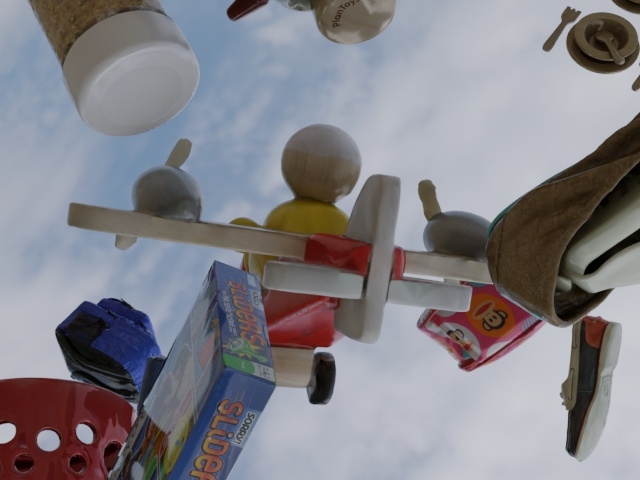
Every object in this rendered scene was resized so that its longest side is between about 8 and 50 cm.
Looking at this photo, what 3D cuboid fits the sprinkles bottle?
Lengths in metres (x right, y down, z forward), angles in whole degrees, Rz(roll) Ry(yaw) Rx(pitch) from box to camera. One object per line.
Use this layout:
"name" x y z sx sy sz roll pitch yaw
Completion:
"sprinkles bottle" -0.240 -0.266 1.149 0.121 0.121 0.355 -42 -121 19

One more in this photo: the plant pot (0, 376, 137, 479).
"plant pot" -0.252 0.234 1.023 0.191 0.191 0.174 -31 -127 32

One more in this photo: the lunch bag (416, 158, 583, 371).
"lunch bag" 0.273 0.020 1.515 0.293 0.120 0.258 -45 -178 43

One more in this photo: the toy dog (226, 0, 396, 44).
"toy dog" -0.058 -0.311 1.084 0.161 0.334 0.220 -26 -143 7

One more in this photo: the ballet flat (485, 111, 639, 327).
"ballet flat" 0.266 -0.057 0.819 0.342 0.116 0.124 -40 -142 13

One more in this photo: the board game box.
"board game box" -0.090 0.130 0.737 0.201 0.035 0.136 -62 -162 21

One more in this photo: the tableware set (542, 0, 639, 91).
"tableware set" 0.364 -0.279 1.398 0.128 0.039 0.194 28 -117 17

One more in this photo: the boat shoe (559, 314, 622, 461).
"boat shoe" 0.247 0.137 1.089 0.043 0.049 0.137 13 -85 34

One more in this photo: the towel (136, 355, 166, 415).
"towel" -0.175 0.177 1.205 0.067 0.029 0.119 44 57 -85

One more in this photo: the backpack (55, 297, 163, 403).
"backpack" -0.241 0.129 1.392 0.120 0.098 0.101 25 -122 29

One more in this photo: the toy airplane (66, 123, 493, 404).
"toy airplane" 0.000 0.000 1.170 0.384 0.386 0.272 -7 -111 26
